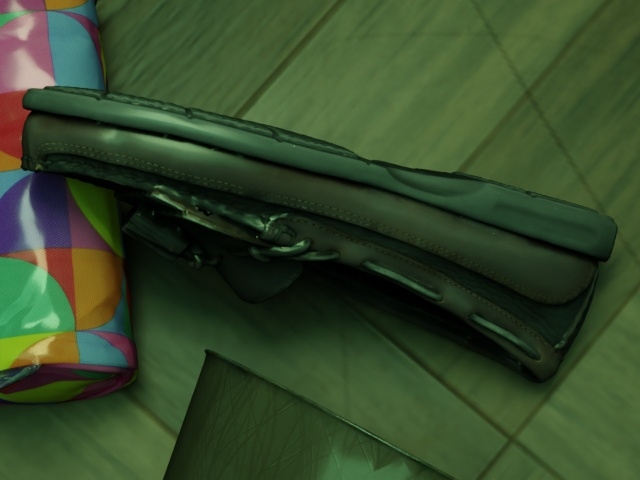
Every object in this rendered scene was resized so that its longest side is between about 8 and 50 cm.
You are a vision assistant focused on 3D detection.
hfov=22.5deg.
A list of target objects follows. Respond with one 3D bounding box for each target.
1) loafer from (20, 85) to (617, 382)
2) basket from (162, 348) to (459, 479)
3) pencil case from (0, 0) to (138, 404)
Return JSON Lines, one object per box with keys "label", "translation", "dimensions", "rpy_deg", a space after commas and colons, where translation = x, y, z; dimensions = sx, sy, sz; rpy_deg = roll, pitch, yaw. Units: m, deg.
{"label": "loafer", "translation": [0.000, 0.000, 0.771], "dimensions": [0.302, 0.109, 0.095], "rpy_deg": [12, 92, -18]}
{"label": "basket", "translation": [-0.016, 0.197, 0.735], "dimensions": [0.204, 0.154, 0.227], "rpy_deg": [28, 83, 2]}
{"label": "pencil case", "translation": [-0.151, -0.029, 0.811], "dimensions": [0.104, 0.104, 0.236], "rpy_deg": [-6, 75, -1]}
